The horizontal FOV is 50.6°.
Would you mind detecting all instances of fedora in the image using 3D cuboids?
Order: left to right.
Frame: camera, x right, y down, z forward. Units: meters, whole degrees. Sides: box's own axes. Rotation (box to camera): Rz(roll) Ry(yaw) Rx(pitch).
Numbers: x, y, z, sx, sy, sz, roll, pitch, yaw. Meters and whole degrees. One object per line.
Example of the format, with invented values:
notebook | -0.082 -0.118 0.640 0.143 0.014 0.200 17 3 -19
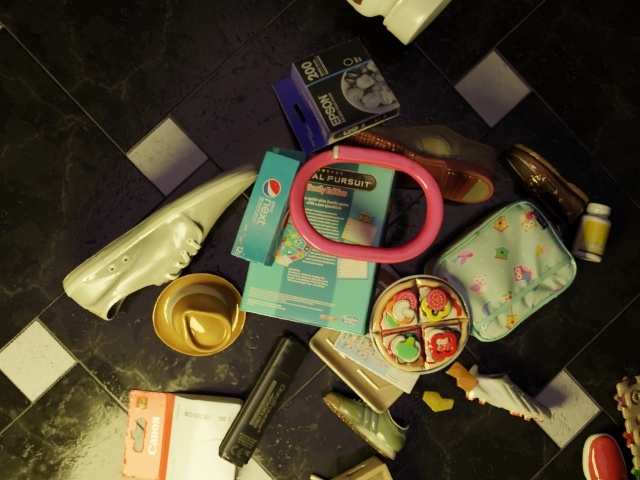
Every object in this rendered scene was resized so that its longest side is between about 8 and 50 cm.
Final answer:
fedora | -0.234 0.161 1.341 0.194 0.079 0.194 -8 114 -18

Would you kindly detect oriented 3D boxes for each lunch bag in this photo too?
lunch bag | 0.378 0.062 1.398 0.279 0.108 0.224 -36 91 -3

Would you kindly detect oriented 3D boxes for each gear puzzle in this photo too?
gear puzzle | 0.721 0.437 1.444 0.175 0.044 0.339 -14 92 -19

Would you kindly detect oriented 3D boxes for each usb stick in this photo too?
usb stick | -0.112 0.320 1.366 0.077 0.045 0.278 39 73 -31

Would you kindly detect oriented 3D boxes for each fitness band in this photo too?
fitness band | 0.087 -0.066 1.265 0.291 0.054 0.209 8 88 -7

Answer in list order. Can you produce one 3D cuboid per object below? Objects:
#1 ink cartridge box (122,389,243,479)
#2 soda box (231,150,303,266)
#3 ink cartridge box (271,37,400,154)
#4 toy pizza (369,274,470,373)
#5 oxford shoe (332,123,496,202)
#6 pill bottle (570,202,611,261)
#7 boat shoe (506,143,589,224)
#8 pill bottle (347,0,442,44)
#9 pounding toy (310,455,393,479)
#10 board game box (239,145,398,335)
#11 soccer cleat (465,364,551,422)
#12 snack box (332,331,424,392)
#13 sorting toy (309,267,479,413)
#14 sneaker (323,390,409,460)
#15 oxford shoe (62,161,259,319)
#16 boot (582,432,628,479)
ink cartridge box | -0.283 0.411 1.380 0.232 0.066 0.189 6 89 -8
soda box | -0.098 -0.059 1.306 0.071 0.067 0.210 19 89 12
ink cartridge box | 0.025 -0.296 1.368 0.208 0.045 0.206 -24 62 -3
toy pizza | 0.197 0.167 1.323 0.201 0.032 0.201 -1 98 -4
oxford shoe | 0.195 -0.186 1.406 0.348 0.123 0.130 20 57 1
pill bottle | 0.576 -0.017 1.433 0.065 0.065 0.116 16 89 -3
boat shoe | 0.469 -0.117 1.423 0.207 0.073 0.073 39 85 -2
pill bottle | 0.095 -0.592 1.331 0.392 0.224 0.224 44 87 -3
pounding toy | 0.076 0.519 1.390 0.141 0.100 0.130 -24 91 -14
board game box | 0.000 0.000 1.357 0.254 0.079 0.336 11 87 12
soccer cleat | 0.397 0.322 1.419 0.196 0.068 0.076 20 85 0
snack box | 0.116 0.235 1.367 0.178 0.022 0.064 30 80 6
sorting toy | 0.160 0.238 1.400 0.307 0.041 0.229 44 83 8
sneaker | 0.102 0.361 1.406 0.192 0.064 0.086 41 72 3
oxford shoe | -0.294 0.003 1.332 0.449 0.169 0.130 -36 91 3
boot | 0.618 0.526 1.375 0.088 0.176 0.244 -11 89 -2
